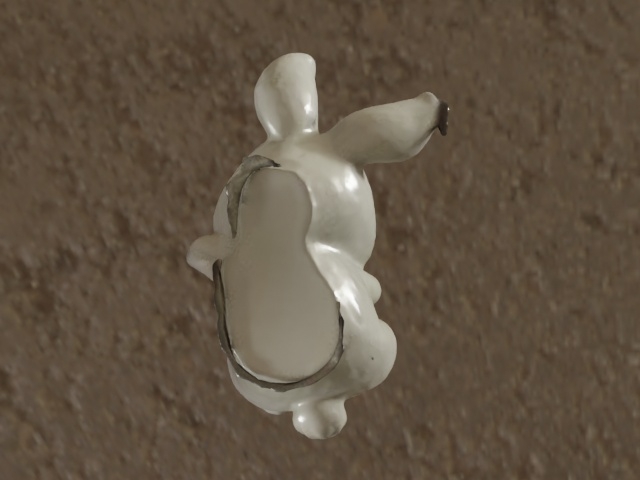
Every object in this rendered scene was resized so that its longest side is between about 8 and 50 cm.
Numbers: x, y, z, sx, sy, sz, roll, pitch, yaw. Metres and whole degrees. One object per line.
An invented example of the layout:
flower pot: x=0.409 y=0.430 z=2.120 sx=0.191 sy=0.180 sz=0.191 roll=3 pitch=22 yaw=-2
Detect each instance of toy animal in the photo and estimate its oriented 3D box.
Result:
toy animal: x=-0.007 y=0.002 z=1.485 sx=0.209 sy=0.154 sz=0.325 roll=19 pitch=91 yaw=12
